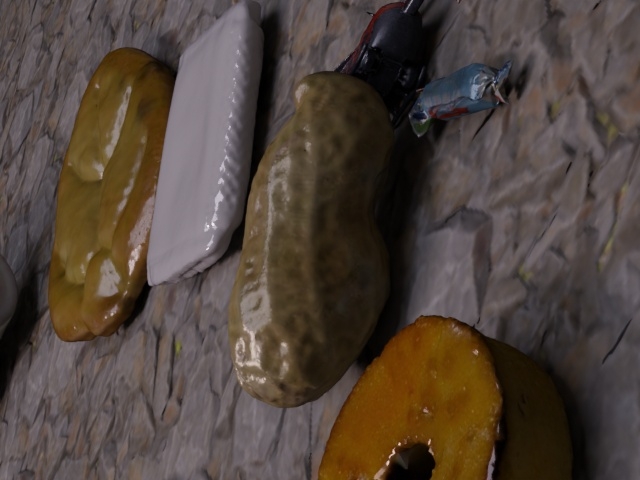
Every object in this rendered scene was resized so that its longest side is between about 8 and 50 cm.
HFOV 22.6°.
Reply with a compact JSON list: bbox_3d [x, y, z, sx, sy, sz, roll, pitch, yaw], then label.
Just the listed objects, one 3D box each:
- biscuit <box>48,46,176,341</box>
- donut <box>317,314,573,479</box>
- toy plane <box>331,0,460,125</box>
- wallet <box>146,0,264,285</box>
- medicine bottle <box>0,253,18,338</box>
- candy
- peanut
[{"bbox_3d":[-0.160,-0.042,1.218,0.203,0.041,0.260,-48,36,44],"label":"biscuit"},{"bbox_3d":[0.049,0.109,0.663,0.152,0.058,0.151,-43,38,47],"label":"donut"},{"bbox_3d":[0.039,-0.110,0.846,0.060,0.037,0.145,-84,20,-46],"label":"toy plane"},{"bbox_3d":[-0.075,-0.062,1.064,0.124,0.032,0.182,-28,52,57],"label":"wallet"},{"bbox_3d":[-0.384,0.128,1.435,0.293,0.170,0.170,-54,31,35],"label":"medicine bottle"},{"bbox_3d":[0.067,-0.068,0.779,0.083,0.020,0.030,-7,69,62],"label":"candy"},{"bbox_3d":[0.000,0.000,0.813,0.080,0.080,0.174,-9,68,63],"label":"peanut"}]
